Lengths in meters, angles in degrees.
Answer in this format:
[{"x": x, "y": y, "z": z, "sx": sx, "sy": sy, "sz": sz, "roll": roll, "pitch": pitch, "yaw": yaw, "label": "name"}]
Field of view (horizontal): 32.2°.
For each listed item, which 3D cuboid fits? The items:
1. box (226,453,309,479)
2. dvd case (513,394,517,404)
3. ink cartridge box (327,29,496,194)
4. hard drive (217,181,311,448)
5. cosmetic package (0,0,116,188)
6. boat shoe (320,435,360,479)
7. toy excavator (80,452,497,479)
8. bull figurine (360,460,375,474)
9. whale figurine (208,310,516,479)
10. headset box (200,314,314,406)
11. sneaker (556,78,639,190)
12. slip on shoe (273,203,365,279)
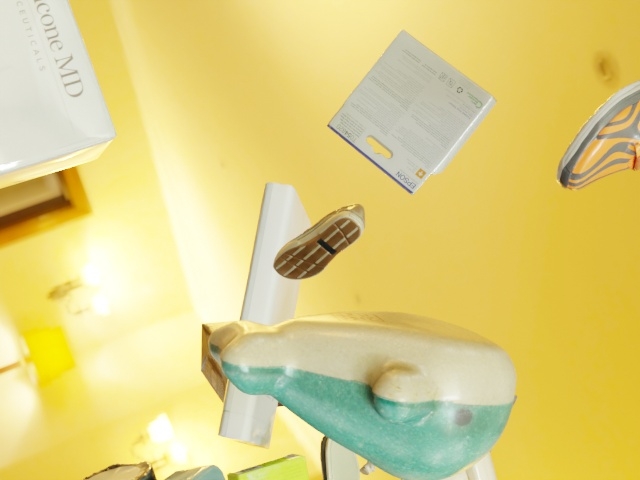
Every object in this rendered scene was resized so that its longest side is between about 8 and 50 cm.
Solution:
[{"x": -0.059, "y": 0.397, "z": 1.536, "sx": 0.042, "sy": 0.109, "sz": 0.178, "roll": -12, "pitch": -91, "yaw": 60, "label": "box"}, {"x": 0.274, "y": 0.347, "z": 2.018, "sx": 0.018, "sy": 0.221, "sz": 0.164, "roll": 29, "pitch": -83, "yaw": 36, "label": "dvd case"}, {"x": 0.160, "y": -0.225, "z": 1.971, "sx": 0.223, "sy": 0.224, "sz": 0.045, "roll": 42, "pitch": 6, "yaw": 21, "label": "ink cartridge box"}, {"x": -0.076, "y": 0.117, "z": 1.601, "sx": 0.233, "sy": 0.047, "sz": 0.353, "roll": 66, "pitch": 33, "yaw": -75, "label": "hard drive"}, {"x": -0.462, "y": -0.130, "z": 1.106, "sx": 0.230, "sy": 0.453, "sz": 0.161, "roll": 70, "pitch": -18, "yaw": -3, "label": "cosmetic package"}, {"x": 0.025, "y": 0.441, "z": 1.931, "sx": 0.079, "sy": 0.084, "sz": 0.233, "roll": 3, "pitch": -72, "yaw": 41, "label": "boat shoe"}, {"x": -0.064, "y": 0.342, "z": 1.200, "sx": 0.445, "sy": 0.433, "sz": 0.222, "roll": -12, "pitch": -83, "yaw": 27, "label": "toy excavator"}, {"x": 0.145, "y": 0.377, "z": 2.209, "sx": 0.310, "sy": 0.188, "sz": 0.101, "roll": 1, "pitch": -44, "yaw": 27, "label": "bull figurine"}, {"x": 0.035, "y": 0.136, "z": 0.980, "sx": 0.216, "sy": 0.272, "sz": 0.141, "roll": -154, "pitch": -108, "yaw": -73, "label": "whale figurine"}, {"x": -0.067, "y": 0.233, "z": 2.165, "sx": 0.218, "sy": 0.293, "sz": 0.110, "roll": -143, "pitch": -127, "yaw": -65, "label": "headset box"}, {"x": 0.499, "y": -0.144, "z": 1.575, "sx": 0.180, "sy": 0.321, "sz": 0.124, "roll": 48, "pitch": -9, "yaw": 21, "label": "sneaker"}, {"x": 0.000, "y": 0.000, "z": 1.294, "sx": 0.051, "sy": 0.041, "sz": 0.135, "roll": 41, "pitch": -54, "yaw": -15, "label": "slip on shoe"}]
